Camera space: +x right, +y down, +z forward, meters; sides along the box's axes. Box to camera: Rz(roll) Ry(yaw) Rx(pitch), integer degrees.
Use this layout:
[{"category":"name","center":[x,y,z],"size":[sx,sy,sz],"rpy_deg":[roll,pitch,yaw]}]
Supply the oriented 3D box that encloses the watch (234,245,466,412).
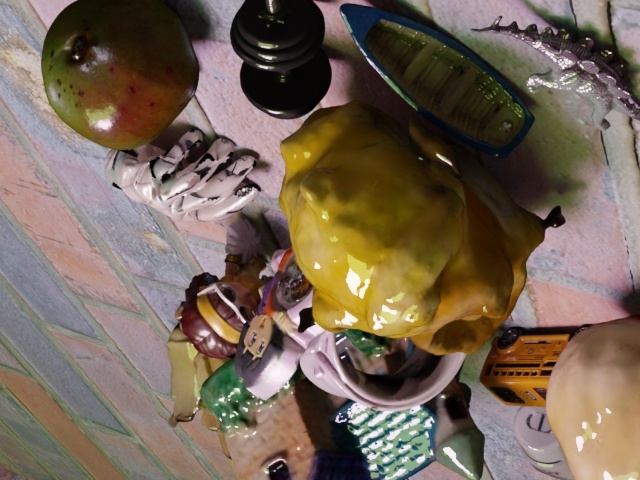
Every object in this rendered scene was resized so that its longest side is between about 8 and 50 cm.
[{"category":"watch","center":[0.041,0.107,1.823],"size":[0.231,0.244,0.196],"rpy_deg":[28,175,-27]}]

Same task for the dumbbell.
[{"category":"dumbbell","center":[-0.040,-0.191,1.572],"size":[0.099,0.099,0.208],"rpy_deg":[21,156,16]}]

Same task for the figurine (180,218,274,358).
[{"category":"figurine","center":[-0.107,0.078,2.075],"size":[0.116,0.240,0.174],"rpy_deg":[-37,94,32]}]

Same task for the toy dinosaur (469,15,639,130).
[{"category":"toy dinosaur","center":[0.229,-0.160,1.411],"size":[0.209,0.039,0.082],"rpy_deg":[25,155,-18]}]

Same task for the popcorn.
[{"category":"popcorn","center":[0.080,0.003,1.593],"size":[0.316,0.281,0.297],"rpy_deg":[42,-162,-22]}]

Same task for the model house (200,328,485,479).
[{"category":"model house","center":[0.046,0.254,1.989],"size":[0.312,0.280,0.245],"rpy_deg":[-35,150,27]}]

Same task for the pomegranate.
[{"category":"pomegranate","center":[-0.211,-0.188,1.708],"size":[0.180,0.180,0.210],"rpy_deg":[17,-177,25]}]

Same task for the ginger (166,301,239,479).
[{"category":"ginger","center":[-0.143,0.293,2.541],"size":[0.358,0.211,0.413],"rpy_deg":[33,157,-5]}]

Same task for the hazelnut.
[{"category":"hazelnut","center":[0.389,0.209,1.741],"size":[0.261,0.261,0.241],"rpy_deg":[26,157,6]}]

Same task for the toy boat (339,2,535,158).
[{"category":"toy boat","center":[0.109,-0.167,1.510],"size":[0.229,0.080,0.046],"rpy_deg":[34,-169,-13]}]

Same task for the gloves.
[{"category":"gloves","center":[-0.170,-0.073,1.954],"size":[0.212,0.111,0.127],"rpy_deg":[21,152,36]}]

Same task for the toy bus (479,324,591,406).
[{"category":"toy bus","center":[0.297,0.166,1.940],"size":[0.083,0.088,0.194],"rpy_deg":[42,154,-26]}]

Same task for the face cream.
[{"category":"face cream","center":[0.347,0.306,2.201],"size":[0.143,0.089,0.314],"rpy_deg":[17,165,25]}]
